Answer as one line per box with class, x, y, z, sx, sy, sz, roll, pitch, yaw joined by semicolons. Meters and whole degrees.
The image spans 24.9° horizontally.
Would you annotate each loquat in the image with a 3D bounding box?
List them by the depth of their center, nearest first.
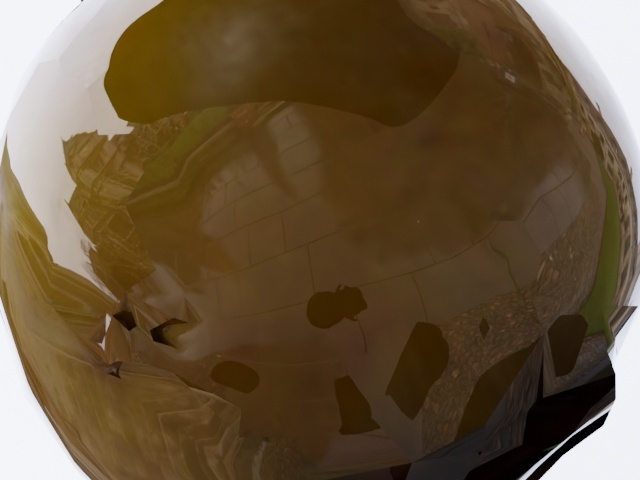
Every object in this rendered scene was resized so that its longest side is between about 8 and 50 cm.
loquat;0.000;0.000;0.506;0.235;0.235;0.235;-14;-58;-25
